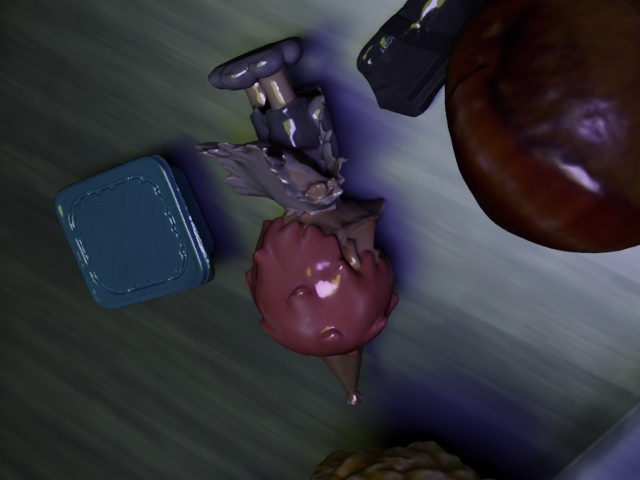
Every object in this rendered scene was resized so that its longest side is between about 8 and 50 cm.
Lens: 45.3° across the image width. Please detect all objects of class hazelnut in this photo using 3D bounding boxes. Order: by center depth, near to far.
[{"bbox_3d":[0.194,-0.097,0.604,0.229,0.229,0.229,9,114,21],"label":"hazelnut"}]

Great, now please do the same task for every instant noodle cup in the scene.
[{"bbox_3d":[-0.205,-0.013,0.886,0.179,0.070,0.157,-15,102,29],"label":"instant noodle cup"}]

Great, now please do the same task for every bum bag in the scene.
[{"bbox_3d":[0.108,-0.198,0.682,0.087,0.049,0.197,29,122,-17],"label":"bum bag"}]

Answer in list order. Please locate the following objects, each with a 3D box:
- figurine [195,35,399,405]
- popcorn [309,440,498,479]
[{"bbox_3d":[0.000,0.000,0.757,0.207,0.166,0.387,6,120,60],"label":"figurine"},{"bbox_3d":[0.093,0.353,0.782,0.274,0.335,0.279,-14,66,14],"label":"popcorn"}]
